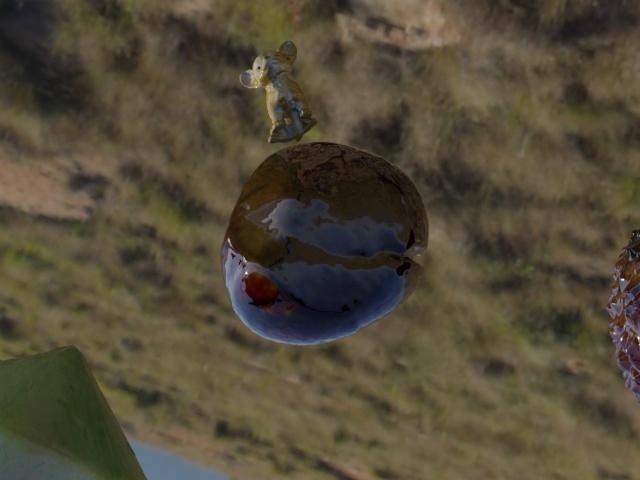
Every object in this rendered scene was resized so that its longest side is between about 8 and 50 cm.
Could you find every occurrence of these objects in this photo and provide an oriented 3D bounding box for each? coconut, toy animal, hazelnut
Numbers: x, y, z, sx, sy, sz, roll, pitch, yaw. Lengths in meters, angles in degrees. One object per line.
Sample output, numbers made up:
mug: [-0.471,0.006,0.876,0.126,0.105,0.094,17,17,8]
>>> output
coconut: [-0.310,0.245,1.165,0.281,0.328,0.328,31,160,-10]
toy animal: [-0.037,-0.137,1.132,0.060,0.083,0.081,-25,163,6]
hazelnut: [0.000,0.000,1.307,0.218,0.234,0.218,60,171,15]

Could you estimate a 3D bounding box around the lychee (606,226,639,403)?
lychee: [0.428,0.061,1.266,0.264,0.300,0.264,22,-171,-4]
